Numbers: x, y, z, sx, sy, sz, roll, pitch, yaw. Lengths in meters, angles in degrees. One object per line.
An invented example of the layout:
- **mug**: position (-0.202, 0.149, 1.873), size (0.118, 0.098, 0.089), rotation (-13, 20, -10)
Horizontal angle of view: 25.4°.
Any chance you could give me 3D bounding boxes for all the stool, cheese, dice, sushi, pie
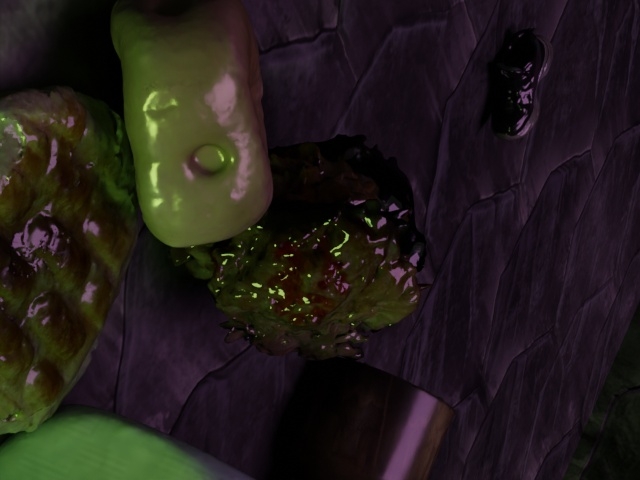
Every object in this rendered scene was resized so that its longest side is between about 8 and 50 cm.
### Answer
- **stool**: position (0.036, 0.295, 1.757), size (0.264, 0.179, 0.179), rotation (-65, 154, -13)
- **cheese**: position (-0.104, -0.103, 1.187), size (0.235, 0.117, 0.218), rotation (67, 14, -82)
- **dice**: position (-0.166, 0.317, 1.257), size (0.264, 0.263, 0.268), rotation (-64, 153, -18)
- **sushi**: position (-0.009, 0.020, 1.372), size (0.225, 0.238, 0.218), rotation (56, 8, -18)
- **pie**: position (-0.240, 0.018, 1.134), size (0.306, 0.071, 0.306), rotation (-41, 140, -47)

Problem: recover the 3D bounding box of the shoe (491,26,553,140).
- **shoe**: position (0.277, -0.231, 2.026), size (0.099, 0.071, 0.169), rotation (36, 70, -61)
